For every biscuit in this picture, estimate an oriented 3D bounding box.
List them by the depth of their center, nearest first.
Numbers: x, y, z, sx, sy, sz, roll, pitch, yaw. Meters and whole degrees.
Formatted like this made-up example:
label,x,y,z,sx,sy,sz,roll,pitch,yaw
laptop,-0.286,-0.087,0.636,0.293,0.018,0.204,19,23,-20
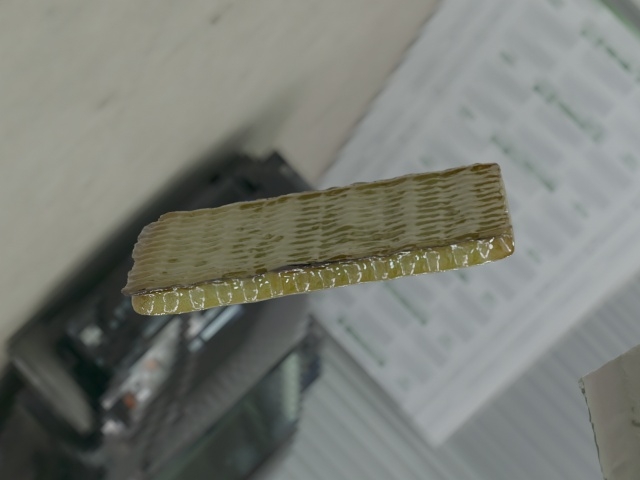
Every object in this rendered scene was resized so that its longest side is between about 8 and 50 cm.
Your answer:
label,x,y,z,sx,sy,sz,roll,pitch,yaw
biscuit,0.000,0.000,1.282,0.254,0.029,0.172,-8,-162,5

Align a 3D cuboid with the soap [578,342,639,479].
label,x,y,z,sx,sy,sz,roll,pitch,yaw
soap,0.376,0.235,1.374,0.213,0.350,0.435,-38,-163,18
